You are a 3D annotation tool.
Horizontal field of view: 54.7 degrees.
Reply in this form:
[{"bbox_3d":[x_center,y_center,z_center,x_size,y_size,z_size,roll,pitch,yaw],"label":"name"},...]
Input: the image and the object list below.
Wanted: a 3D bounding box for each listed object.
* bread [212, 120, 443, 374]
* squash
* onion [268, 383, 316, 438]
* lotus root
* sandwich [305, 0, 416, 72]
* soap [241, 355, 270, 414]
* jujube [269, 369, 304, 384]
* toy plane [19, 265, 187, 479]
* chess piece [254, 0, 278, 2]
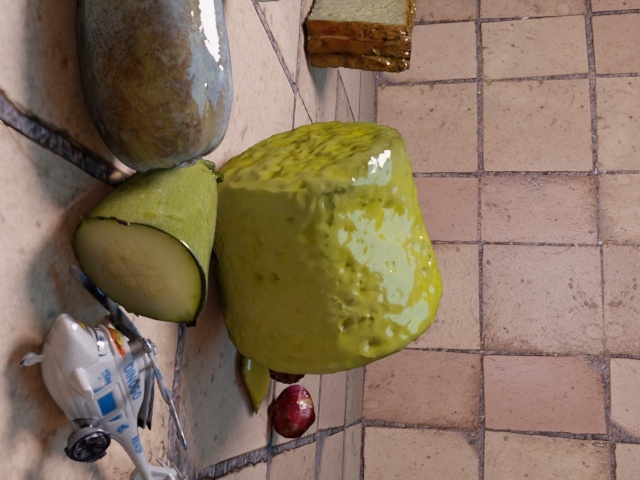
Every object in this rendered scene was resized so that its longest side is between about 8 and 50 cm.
[{"bbox_3d":[0.000,0.000,0.913,0.348,0.348,0.308,-71,153,-57],"label":"bread"},{"bbox_3d":[-0.173,-0.031,0.659,0.287,0.137,0.137,-98,-179,-59],"label":"squash"},{"bbox_3d":[-0.058,0.343,1.241,0.107,0.097,0.107,-40,-137,53],"label":"onion"},{"bbox_3d":[-0.160,-0.225,0.579,0.158,0.140,0.322,-154,-122,-83],"label":"lotus root"},{"bbox_3d":[0.111,-0.555,1.601,0.325,0.262,0.131,-76,168,-48],"label":"sandwich"},{"bbox_3d":[-0.112,0.239,1.099,0.168,0.033,0.089,80,18,-46],"label":"soap"},{"bbox_3d":[-0.044,0.158,1.167,0.168,0.168,0.236,-41,150,-75],"label":"jujube"},{"bbox_3d":[-0.199,0.163,0.592,0.182,0.107,0.273,50,-30,25],"label":"toy plane"},{"bbox_3d":[-0.083,-0.523,0.923,0.176,0.175,0.298,68,17,-63],"label":"chess piece"}]
